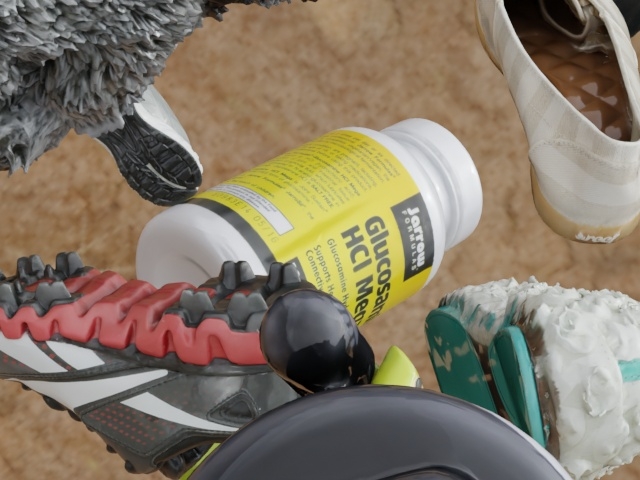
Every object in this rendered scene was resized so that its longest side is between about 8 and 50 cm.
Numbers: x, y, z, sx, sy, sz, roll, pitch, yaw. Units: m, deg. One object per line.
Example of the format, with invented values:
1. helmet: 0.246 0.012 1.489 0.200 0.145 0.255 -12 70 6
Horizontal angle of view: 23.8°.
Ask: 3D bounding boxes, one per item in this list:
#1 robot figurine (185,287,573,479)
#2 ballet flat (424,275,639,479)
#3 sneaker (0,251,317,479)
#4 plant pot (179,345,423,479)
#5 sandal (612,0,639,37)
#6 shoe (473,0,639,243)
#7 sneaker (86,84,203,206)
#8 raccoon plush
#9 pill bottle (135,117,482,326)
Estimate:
1. robot figurine: 0.027 0.145 0.580 0.173 0.278 0.209 22 84 12
2. ballet flat: 0.164 0.090 1.001 0.147 0.409 0.147 0 89 -4
3. sneaker: -0.127 0.080 0.939 0.097 0.276 0.135 -36 125 -62
4. plant pot: 0.005 0.238 1.640 0.228 0.207 0.227 -62 146 -38
5. sandal: 0.385 -0.272 1.193 0.107 0.446 0.167 45 40 -10
6. shoe: 0.124 -0.095 0.753 0.076 0.058 0.219 -4 47 -4
7. sneaker: -0.236 -0.160 1.740 0.271 0.100 0.108 55 9 -30
8. raccoon plush: -0.168 -0.212 0.865 0.216 0.446 0.299 63 12 14
9. pill bottle: 0.000 0.000 1.493 0.334 0.188 0.188 -29 84 -36
